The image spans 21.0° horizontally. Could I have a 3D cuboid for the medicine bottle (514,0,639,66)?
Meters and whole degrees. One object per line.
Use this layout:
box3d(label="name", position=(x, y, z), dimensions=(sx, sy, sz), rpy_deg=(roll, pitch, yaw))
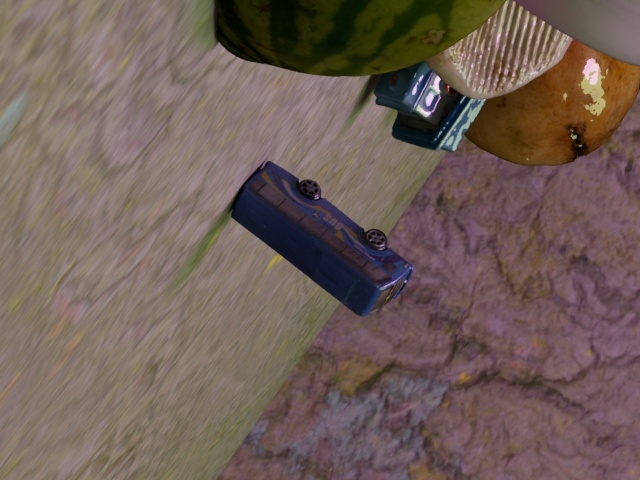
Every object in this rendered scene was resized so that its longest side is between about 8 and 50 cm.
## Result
box3d(label="medicine bottle", position=(0.270, -0.319, 1.391), dimensions=(0.302, 0.241, 0.241), rpy_deg=(-58, 174, 22))

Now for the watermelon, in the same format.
box3d(label="watermelon", position=(0.036, -0.210, 0.899), dimensions=(0.128, 0.159, 0.303), rpy_deg=(20, 107, -45))

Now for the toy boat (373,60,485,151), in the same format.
box3d(label="toy boat", position=(0.134, -0.209, 1.731), dimensions=(0.109, 0.098, 0.238), rpy_deg=(21, -97, 52))

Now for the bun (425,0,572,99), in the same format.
box3d(label="bun", position=(0.157, -0.226, 1.630), dimensions=(0.183, 0.102, 0.183), rpy_deg=(-16, 127, -23))

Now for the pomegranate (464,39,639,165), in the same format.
box3d(label="pomegranate", position=(0.258, -0.214, 2.007), dimensions=(0.260, 0.260, 0.260), rpy_deg=(-55, 175, -8))

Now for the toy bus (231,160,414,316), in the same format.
box3d(label="toy bus", position=(0.000, 0.000, 1.417), dimensions=(0.061, 0.153, 0.051), rpy_deg=(-42, 166, -43))
